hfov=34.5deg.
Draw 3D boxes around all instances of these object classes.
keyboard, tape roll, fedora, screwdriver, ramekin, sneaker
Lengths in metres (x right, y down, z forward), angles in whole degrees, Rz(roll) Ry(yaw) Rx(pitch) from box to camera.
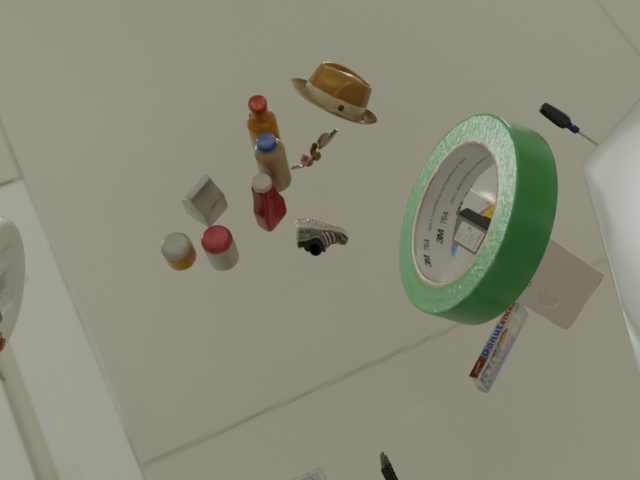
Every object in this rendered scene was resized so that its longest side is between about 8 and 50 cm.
[{"bbox_3d":[0.148,0.424,1.611,0.038,0.192,0.100,-25,10,5],"label":"keyboard"},{"bbox_3d":[0.235,-0.033,1.590,0.077,0.321,0.321,16,-46,-23],"label":"tape roll"},{"bbox_3d":[0.039,-0.303,2.058,0.194,0.194,0.079,4,-61,-49],"label":"fedora"},{"bbox_3d":[0.418,-0.164,1.618,0.024,0.170,0.025,-55,-7,-5],"label":"screwdriver"},{"bbox_3d":[-0.608,0.075,1.758,0.135,0.277,0.277,7,-29,3],"label":"ramekin"},{"bbox_3d":[0.000,0.000,2.275,0.063,0.075,0.170,3,-8,37],"label":"sneaker"}]

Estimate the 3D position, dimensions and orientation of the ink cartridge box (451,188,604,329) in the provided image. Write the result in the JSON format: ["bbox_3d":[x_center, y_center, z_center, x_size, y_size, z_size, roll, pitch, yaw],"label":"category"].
[{"bbox_3d":[0.337,0.014,1.912,0.226,0.306,0.131,27,-83,-41],"label":"ink cartridge box"}]

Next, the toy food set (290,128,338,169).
[{"bbox_3d":[-0.011,-0.193,2.240,0.122,0.019,0.078,-48,-16,28],"label":"toy food set"}]

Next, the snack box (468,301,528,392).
[{"bbox_3d":[0.337,0.197,1.938,0.178,0.022,0.064,-59,-40,-17],"label":"snack box"}]

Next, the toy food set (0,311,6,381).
[{"bbox_3d":[-0.529,0.114,1.552,0.071,0.218,0.128,-46,-25,-23],"label":"toy food set"}]

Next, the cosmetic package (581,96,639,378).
[{"bbox_3d":[0.410,0.061,0.925,0.230,0.453,0.161,18,-48,-18],"label":"cosmetic package"}]

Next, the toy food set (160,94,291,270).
[{"bbox_3d":[-0.110,-0.063,1.290,0.232,0.111,0.104,-50,-22,-18],"label":"toy food set"}]

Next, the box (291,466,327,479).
[{"bbox_3d":[-0.090,0.384,1.045,0.293,0.201,0.057,-20,-19,-20],"label":"box"}]
